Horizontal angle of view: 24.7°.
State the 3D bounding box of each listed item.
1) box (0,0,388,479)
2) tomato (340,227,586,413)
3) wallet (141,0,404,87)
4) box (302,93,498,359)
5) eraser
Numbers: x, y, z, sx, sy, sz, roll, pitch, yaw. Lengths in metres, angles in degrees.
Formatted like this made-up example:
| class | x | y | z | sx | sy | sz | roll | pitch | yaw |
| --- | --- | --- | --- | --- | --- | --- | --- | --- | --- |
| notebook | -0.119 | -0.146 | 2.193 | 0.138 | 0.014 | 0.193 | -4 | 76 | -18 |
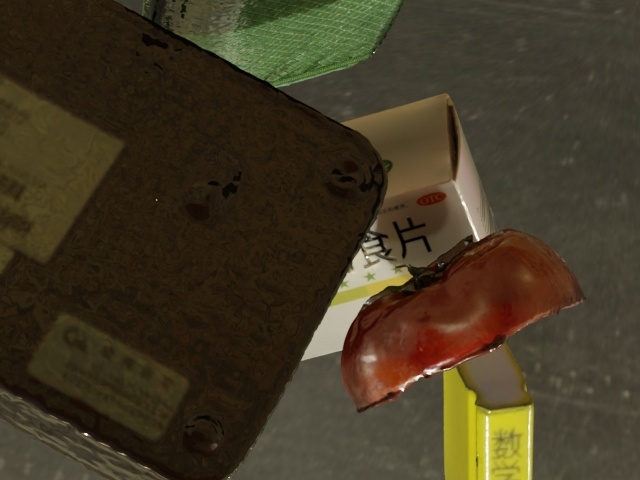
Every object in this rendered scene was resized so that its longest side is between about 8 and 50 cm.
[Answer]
| class | x | y | z | sx | sy | sz | roll | pitch | yaw |
| --- | --- | --- | --- | --- | --- | --- | --- | --- | --- |
| box | -0.157 | -0.035 | 0.713 | 0.350 | 0.058 | 0.211 | 28 | 63 | 1 |
| tomato | 0.111 | 0.055 | 1.231 | 0.228 | 0.228 | 0.101 | -27 | 89 | 15 |
| wallet | -0.023 | -0.142 | 0.828 | 0.160 | 0.236 | 0.055 | -11 | 78 | -12 |
| box | -0.002 | 0.001 | 1.414 | 0.332 | 0.145 | 0.173 | -15 | 127 | 13 |
| eraser | 0.179 | 0.218 | 1.586 | 0.069 | 0.158 | 0.226 | -7 | 120 | -5 |
